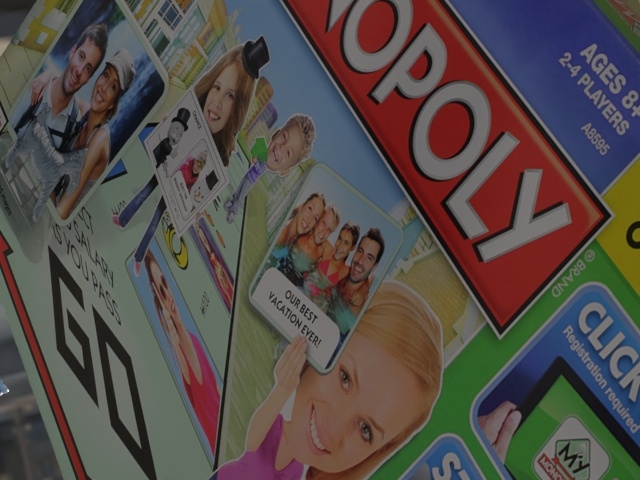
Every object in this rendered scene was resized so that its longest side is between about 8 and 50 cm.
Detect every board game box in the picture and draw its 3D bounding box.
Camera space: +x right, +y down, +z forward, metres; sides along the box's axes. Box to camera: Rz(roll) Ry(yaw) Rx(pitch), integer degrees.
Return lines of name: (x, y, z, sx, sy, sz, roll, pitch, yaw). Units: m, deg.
board game box: (0.000, 0.000, 0.415, 0.046, 0.317, 0.213, 16, 122, -41)

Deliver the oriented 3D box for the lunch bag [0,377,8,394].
lunch bag: (-0.225, 0.069, 0.840, 0.071, 0.053, 0.083, -31, 139, -13)
